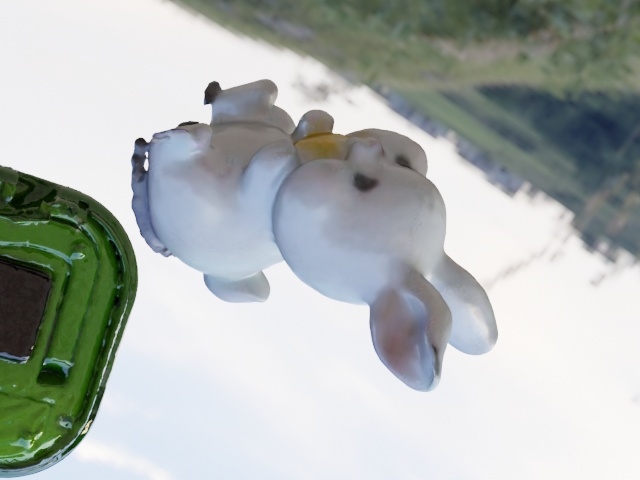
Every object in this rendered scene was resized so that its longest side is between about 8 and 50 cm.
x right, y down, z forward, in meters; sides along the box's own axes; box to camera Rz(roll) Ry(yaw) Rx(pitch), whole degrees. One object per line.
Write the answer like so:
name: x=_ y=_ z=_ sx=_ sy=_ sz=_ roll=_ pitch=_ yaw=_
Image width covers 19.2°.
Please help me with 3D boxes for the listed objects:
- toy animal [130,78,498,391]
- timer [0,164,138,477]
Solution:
toy animal: x=0.001 y=-0.006 z=0.647 sx=0.124 sy=0.085 sz=0.071 roll=12 pitch=-167 yaw=25
timer: x=-0.151 y=0.029 z=0.791 sx=0.140 sy=0.128 sz=0.047 roll=18 pitch=180 yaw=-16
